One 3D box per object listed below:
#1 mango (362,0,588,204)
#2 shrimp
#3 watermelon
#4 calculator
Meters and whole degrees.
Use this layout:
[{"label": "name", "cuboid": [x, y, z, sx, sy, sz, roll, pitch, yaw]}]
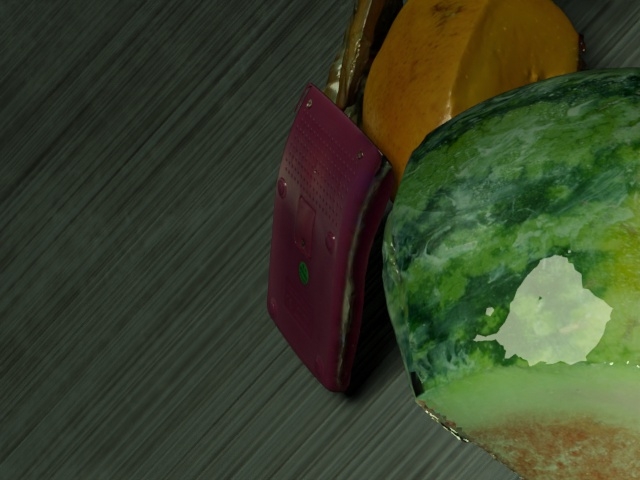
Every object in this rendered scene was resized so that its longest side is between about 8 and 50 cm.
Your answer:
[{"label": "mango", "cuboid": [0.101, -0.101, 1.130, 0.154, 0.126, 0.252, -45, 31, 33]}, {"label": "shrimp", "cuboid": [0.024, -0.134, 1.220, 0.052, 0.132, 0.187, 12, 81, 14]}, {"label": "watermelon", "cuboid": [0.156, -0.003, 0.864, 0.224, 0.180, 0.305, 8, 34, 13]}, {"label": "calculator", "cuboid": [0.000, 0.000, 1.130, 0.126, 0.034, 0.190, 47, 134, 52]}]
